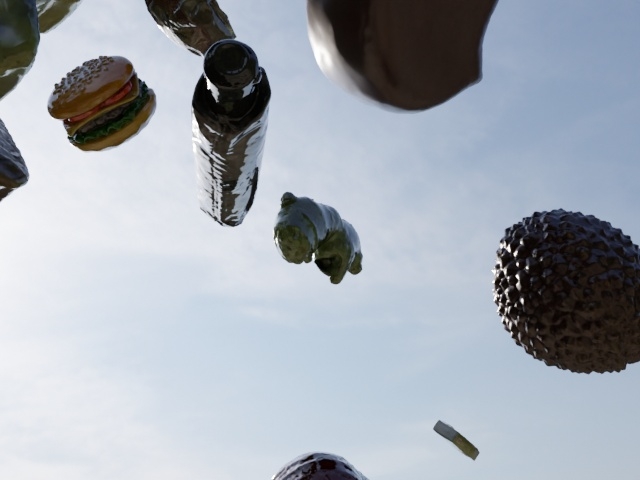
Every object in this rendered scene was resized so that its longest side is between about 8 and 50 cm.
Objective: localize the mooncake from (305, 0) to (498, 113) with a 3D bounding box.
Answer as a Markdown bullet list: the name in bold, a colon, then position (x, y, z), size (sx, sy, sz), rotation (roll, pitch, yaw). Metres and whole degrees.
- **mooncake**: position (0.133, -0.353, 0.896), size (0.334, 0.174, 0.325), rotation (-33, -49, -24)

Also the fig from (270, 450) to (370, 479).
- **fig**: position (-0.005, 0.226, 0.458), size (0.119, 0.153, 0.119), rotation (26, -30, 16)

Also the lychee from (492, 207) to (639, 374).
- **lychee**: position (0.287, 0.049, 0.753), size (0.188, 0.188, 0.188), rotation (-7, -33, -5)

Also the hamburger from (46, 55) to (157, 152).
- **hamburger**: position (-0.331, -0.209, 1.007), size (0.162, 0.162, 0.115), rotation (-18, -50, 12)

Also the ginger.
- **ginger**: position (0.003, 0.000, 1.115), size (0.089, 0.137, 0.290), rotation (-3, -17, 22)

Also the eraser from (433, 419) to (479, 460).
- **eraser**: position (0.190, 0.279, 0.920), size (0.038, 0.019, 0.083), rotation (22, -19, 46)

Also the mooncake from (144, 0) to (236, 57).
- **mooncake**: position (-0.214, -0.351, 1.042), size (0.125, 0.073, 0.130), rotation (28, -15, 26)

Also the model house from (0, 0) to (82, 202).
- **model house**: position (-0.256, -0.050, 0.365), size (0.321, 0.266, 0.261), rotation (-24, -64, 37)

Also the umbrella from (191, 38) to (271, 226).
- **umbrella**: position (-0.089, -0.089, 0.639), size (0.067, 0.073, 0.337), rotation (14, -17, -5)
